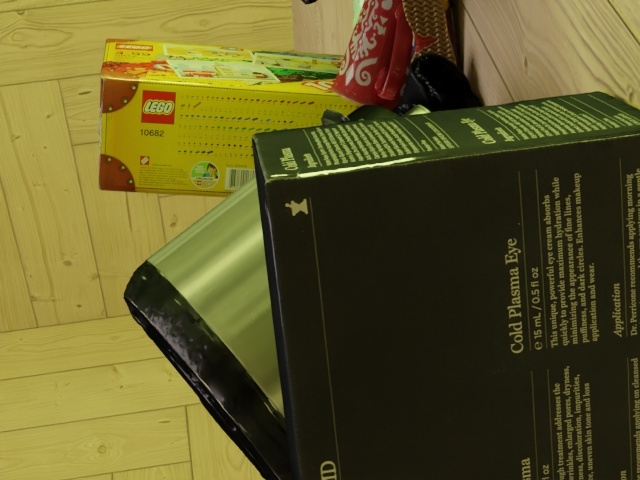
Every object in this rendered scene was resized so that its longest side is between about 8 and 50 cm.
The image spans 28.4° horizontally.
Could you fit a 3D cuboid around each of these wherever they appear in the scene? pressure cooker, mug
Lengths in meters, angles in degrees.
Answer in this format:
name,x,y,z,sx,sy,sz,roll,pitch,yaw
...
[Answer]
name,x,y,z,sx,sy,sz,roll,pitch,yaw
pressure cooker,0.048,0.059,1.353,0.375,0.420,0.370,54,168,-10
mug,0.104,-0.266,1.733,0.150,0.113,0.169,35,113,46

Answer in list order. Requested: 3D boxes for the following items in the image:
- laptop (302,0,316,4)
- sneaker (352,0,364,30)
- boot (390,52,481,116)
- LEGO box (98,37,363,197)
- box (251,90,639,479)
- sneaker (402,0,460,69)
name,x,y,z,sx,sy,sz,roll,pitch,yaw
laptop,0.048,-0.507,1.475,0.236,0.408,0.382,49,-175,-15
sneaker,0.088,-0.361,1.935,0.151,0.094,0.256,-131,44,-71
boot,0.153,-0.094,1.615,0.207,0.094,0.246,122,129,-69
LEGO box,-0.128,-0.212,2.191,0.372,0.500,0.193,-113,28,-70
box,0.118,0.071,1.050,0.179,0.312,0.343,-115,19,-73
sneaker,0.150,-0.272,1.643,0.084,0.070,0.185,-70,-21,-45
